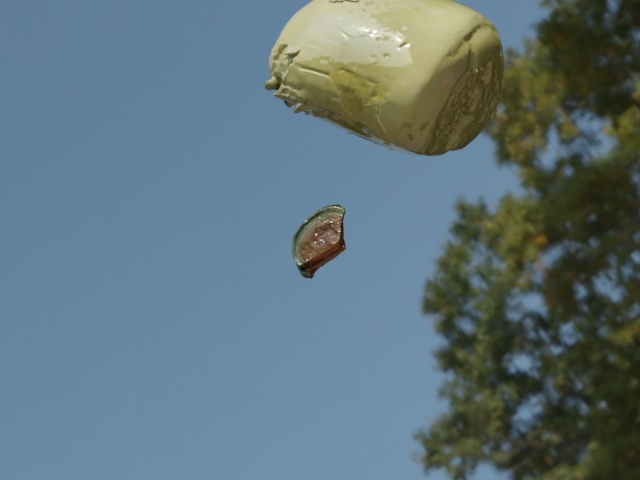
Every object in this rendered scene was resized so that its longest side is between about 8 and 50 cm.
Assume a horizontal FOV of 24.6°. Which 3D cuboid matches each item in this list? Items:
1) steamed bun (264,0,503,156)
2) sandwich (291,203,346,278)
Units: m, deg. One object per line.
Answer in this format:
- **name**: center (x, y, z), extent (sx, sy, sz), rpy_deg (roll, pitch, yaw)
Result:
- **steamed bun**: center (0.077, -0.205, 1.632), extent (0.273, 0.232, 0.166), rpy_deg (-13, -52, -60)
- **sandwich**: center (0.000, -0.005, 1.947), extent (0.101, 0.069, 0.026), rpy_deg (-40, -29, 17)
